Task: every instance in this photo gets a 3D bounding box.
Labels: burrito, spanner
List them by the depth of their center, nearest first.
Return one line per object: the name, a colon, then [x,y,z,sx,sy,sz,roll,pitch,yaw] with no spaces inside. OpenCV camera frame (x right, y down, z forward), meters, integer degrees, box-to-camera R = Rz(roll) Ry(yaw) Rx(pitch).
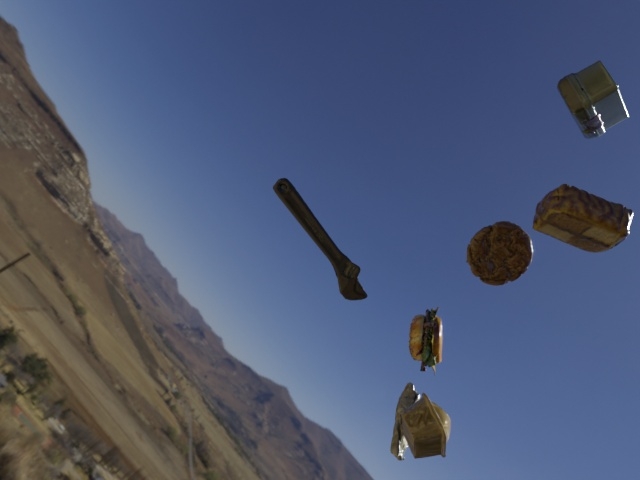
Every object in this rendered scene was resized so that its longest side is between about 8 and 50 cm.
spanner: [0.000,0.000,0.667,0.209,0.046,0.012,53,10,-2]
burrito: [0.251,0.534,1.398,0.063,0.230,0.058,24,-38,-4]

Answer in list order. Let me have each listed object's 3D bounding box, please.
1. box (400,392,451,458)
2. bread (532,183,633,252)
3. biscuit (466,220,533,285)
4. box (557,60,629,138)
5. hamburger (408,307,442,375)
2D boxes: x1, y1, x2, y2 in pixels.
box: [0.238,0.417,1.045,0.111,0.111,0.177,36,-25,36]
bread: [0.695,-0.054,1.270,0.222,0.096,0.181,22,-20,1]
biscuit: [0.593,0.046,1.559,0.226,0.225,0.042,55,14,-13]
box: [0.793,-0.407,1.373,0.210,0.129,0.148,23,47,-45]
hamburger: [0.302,0.286,1.358,0.093,0.189,0.164,-1,-68,16]
